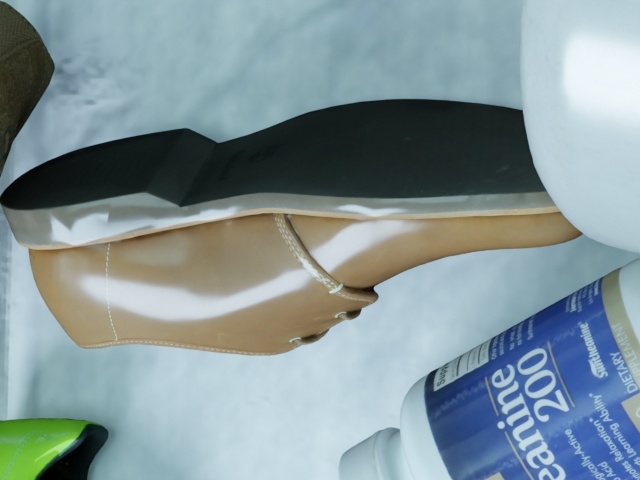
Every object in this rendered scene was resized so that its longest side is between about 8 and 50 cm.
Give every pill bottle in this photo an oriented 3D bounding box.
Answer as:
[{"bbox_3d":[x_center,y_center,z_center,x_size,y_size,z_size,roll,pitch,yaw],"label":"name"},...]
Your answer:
[{"bbox_3d":[0.068,0.061,0.620,0.120,0.067,0.067,-31,77,20],"label":"pill bottle"}]

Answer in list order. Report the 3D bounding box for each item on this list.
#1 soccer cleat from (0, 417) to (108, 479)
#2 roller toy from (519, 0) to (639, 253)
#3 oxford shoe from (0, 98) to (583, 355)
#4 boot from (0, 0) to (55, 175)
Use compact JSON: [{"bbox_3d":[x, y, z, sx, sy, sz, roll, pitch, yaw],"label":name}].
[{"bbox_3d":[-0.095,0.150,0.696,0.072,0.060,0.178,-13,81,22],"label":"soccer cleat"},{"bbox_3d":[0.149,-0.079,0.516,0.146,0.209,0.191,14,74,23],"label":"roller toy"},{"bbox_3d":[0.000,0.000,0.662,0.212,0.076,0.076,-6,114,25],"label":"oxford shoe"},{"bbox_3d":[-0.192,0.028,0.731,0.112,0.115,0.305,42,124,-3],"label":"boot"}]
